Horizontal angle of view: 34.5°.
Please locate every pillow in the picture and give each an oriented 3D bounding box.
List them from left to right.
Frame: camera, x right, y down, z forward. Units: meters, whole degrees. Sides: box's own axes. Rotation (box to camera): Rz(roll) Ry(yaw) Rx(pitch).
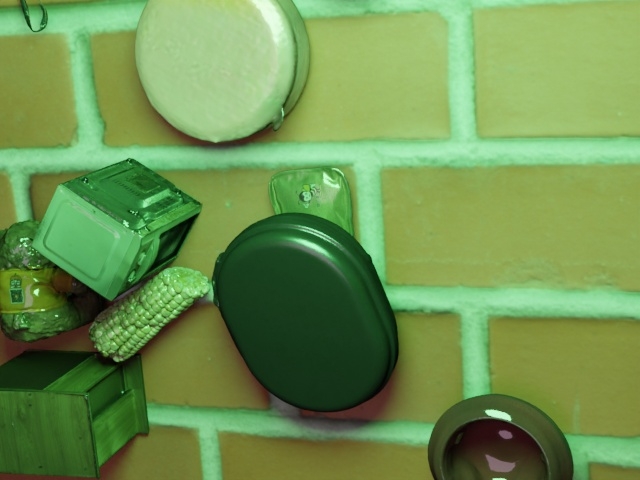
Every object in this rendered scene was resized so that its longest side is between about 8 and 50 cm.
[{"bbox_3d":[0.000,0.000,1.490,0.130,0.033,0.218,-3,106,22],"label":"pillow"}]

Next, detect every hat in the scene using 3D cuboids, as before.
[{"bbox_3d":[0.257,0.308,1.462,0.205,0.089,0.206,4,102,20],"label":"hat"}]

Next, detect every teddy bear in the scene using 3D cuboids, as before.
[{"bbox_3d":[-0.446,0.063,1.604,0.177,0.140,0.190,-9,93,23],"label":"teddy bear"}]

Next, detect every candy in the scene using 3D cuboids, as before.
[{"bbox_3d":[-0.132,-0.254,1.432,0.255,0.094,0.256,5,106,17],"label":"candy"}]

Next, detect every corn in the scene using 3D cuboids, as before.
[{"bbox_3d":[-0.268,0.105,1.580,0.211,0.087,0.087,-39,90,21],"label":"corn"}]

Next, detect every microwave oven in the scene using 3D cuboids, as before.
[{"bbox_3d":[-0.286,-0.028,1.484,0.163,0.205,0.129,34,112,5],"label":"microwave oven"}]

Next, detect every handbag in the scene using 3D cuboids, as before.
[{"bbox_3d":[-0.021,0.104,1.470,0.253,0.093,0.308,-13,111,28],"label":"handbag"}]

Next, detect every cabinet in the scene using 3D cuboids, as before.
[{"bbox_3d":[-0.408,0.273,1.620,0.215,0.175,0.148,-1,104,17],"label":"cabinet"}]

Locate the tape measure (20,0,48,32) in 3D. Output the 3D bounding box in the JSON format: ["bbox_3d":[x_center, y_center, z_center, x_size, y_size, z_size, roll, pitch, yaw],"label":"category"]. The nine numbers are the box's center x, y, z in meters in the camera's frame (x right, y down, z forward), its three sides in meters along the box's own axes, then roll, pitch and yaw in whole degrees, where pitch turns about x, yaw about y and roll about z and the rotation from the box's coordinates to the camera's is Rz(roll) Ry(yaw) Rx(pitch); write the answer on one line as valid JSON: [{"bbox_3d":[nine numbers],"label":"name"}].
[{"bbox_3d":[-0.491,-0.371,1.509,0.179,0.107,0.104,16,105,17],"label":"tape measure"}]
